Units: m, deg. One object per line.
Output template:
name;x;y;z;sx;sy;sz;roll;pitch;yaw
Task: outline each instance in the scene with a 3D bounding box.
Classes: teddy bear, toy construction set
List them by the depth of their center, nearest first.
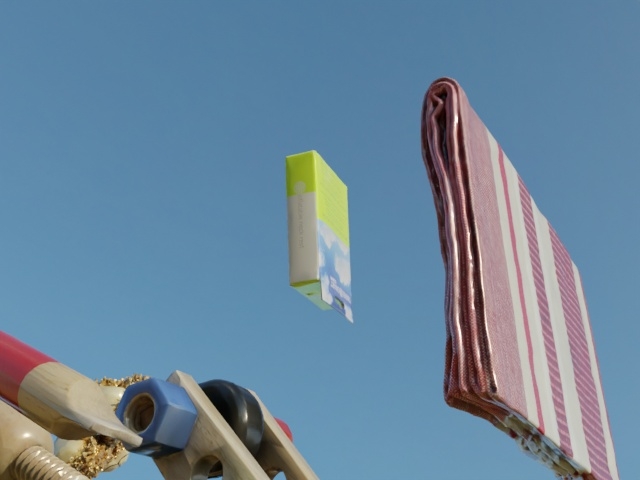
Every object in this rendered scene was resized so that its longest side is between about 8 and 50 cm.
toy construction set;-0.042;0.178;0.364;0.237;0.257;0.309;12;-41;43
teddy bear;-0.341;0.307;1.280;0.113;0.245;0.338;33;-37;-5

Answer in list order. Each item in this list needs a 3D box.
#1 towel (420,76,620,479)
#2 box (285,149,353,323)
towel;0.162;0.057;0.644;0.037;0.237;0.329;-16;-33;26
box;0.000;0.000;0.957;0.042;0.178;0.109;-10;-23;19
